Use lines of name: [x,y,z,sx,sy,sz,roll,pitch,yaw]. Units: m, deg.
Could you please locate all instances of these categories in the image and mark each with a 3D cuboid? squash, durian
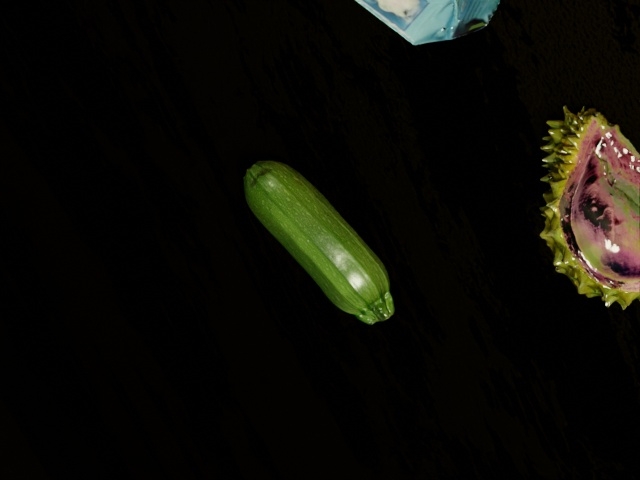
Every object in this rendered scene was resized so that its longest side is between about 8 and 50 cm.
squash: [0.000,0.000,1.734,0.219,0.068,0.077,49,145,4]
durian: [0.220,-0.006,1.340,0.186,0.108,0.119,51,153,0]

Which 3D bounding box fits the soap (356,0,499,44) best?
soap: [0.019,-0.274,1.208,0.293,0.156,0.077,37,145,-7]
